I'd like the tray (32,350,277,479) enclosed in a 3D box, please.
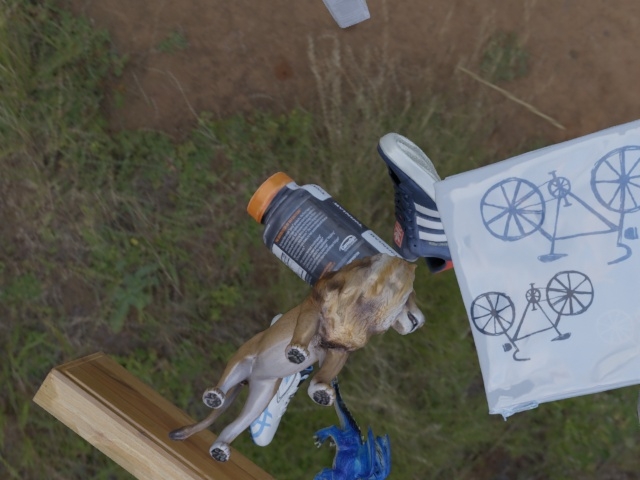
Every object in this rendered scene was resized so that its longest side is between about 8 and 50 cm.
[{"bbox_3d":[-0.269,0.345,1.782,0.076,0.411,0.203,-57,172,7],"label":"tray"}]

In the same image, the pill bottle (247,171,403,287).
[{"bbox_3d":[0.000,0.000,1.636,0.130,0.245,0.130,-46,168,-13],"label":"pill bottle"}]

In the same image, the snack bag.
[{"bbox_3d":[0.335,0.039,1.363,0.037,0.323,0.342,3,72,-63],"label":"snack bag"}]

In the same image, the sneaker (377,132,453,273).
[{"bbox_3d":[0.172,-0.049,1.877,0.148,0.131,0.350,-34,132,13],"label":"sneaker"}]

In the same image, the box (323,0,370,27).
[{"bbox_3d":[-0.016,-0.501,1.531,0.058,0.322,0.232,-17,165,10],"label":"box"}]

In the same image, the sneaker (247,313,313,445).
[{"bbox_3d":[-0.064,0.237,1.713,0.086,0.085,0.237,18,107,10],"label":"sneaker"}]

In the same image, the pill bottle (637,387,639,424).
[{"bbox_3d":[0.347,0.138,0.834,0.146,0.146,0.264,-48,169,-1],"label":"pill bottle"}]

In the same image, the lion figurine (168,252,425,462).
[{"bbox_3d":[-0.040,0.156,1.494,0.392,0.240,0.142,-25,111,31],"label":"lion figurine"}]

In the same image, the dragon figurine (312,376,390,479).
[{"bbox_3d":[0.067,0.357,1.740,0.085,0.144,0.289,35,56,-57],"label":"dragon figurine"}]

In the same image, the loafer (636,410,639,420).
[{"bbox_3d":[0.436,0.220,1.177,0.062,0.170,0.061,-17,103,-36],"label":"loafer"}]
